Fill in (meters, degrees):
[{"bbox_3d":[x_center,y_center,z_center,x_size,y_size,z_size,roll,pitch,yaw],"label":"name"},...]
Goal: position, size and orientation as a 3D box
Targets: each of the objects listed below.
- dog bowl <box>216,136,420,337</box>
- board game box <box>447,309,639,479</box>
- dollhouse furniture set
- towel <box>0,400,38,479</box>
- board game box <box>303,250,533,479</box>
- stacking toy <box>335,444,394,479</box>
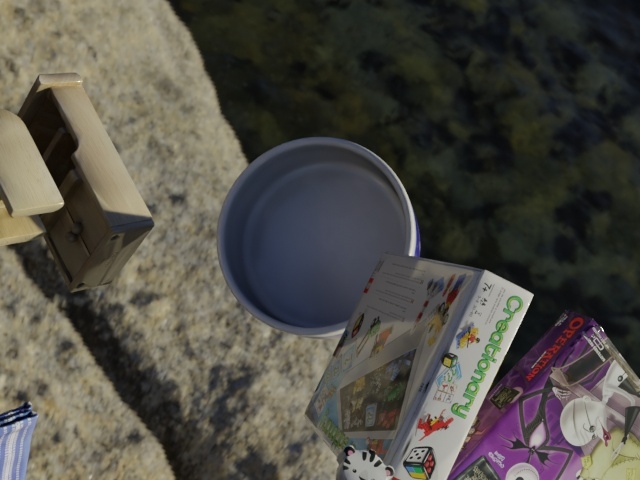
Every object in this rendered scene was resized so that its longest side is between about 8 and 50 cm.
[{"bbox_3d":[0.000,0.000,1.415,0.265,0.104,0.265,-2,80,11],"label":"dog bowl"},{"bbox_3d":[0.264,0.257,0.975,0.208,0.056,0.347,-44,111,-7],"label":"board game box"},{"bbox_3d":[-0.286,-0.034,0.851,0.242,0.212,0.161,-13,65,-44],"label":"dollhouse furniture set"},{"bbox_3d":[-0.536,0.349,1.394,0.336,0.243,0.040,-23,63,-34],"label":"towel"},{"bbox_3d":[0.071,0.110,0.932,0.053,0.305,0.193,26,88,-10],"label":"board game box"},{"bbox_3d":[0.072,0.250,0.791,0.221,0.167,0.052,28,49,-2],"label":"stacking toy"}]
